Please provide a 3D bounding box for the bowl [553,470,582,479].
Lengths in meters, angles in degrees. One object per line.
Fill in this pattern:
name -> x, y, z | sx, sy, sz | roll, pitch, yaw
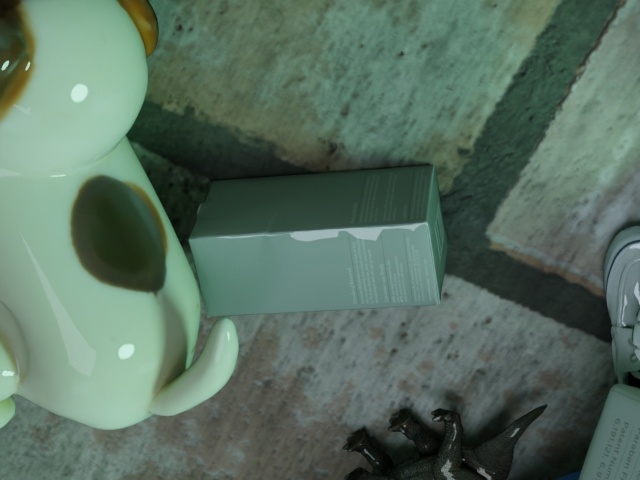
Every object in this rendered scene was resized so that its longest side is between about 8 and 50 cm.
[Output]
bowl -> 0.329, 0.433, 1.414 | 0.391, 0.077, 0.391 | -2, 105, -9

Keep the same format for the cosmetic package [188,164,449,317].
cosmetic package -> 0.000, 0.000, 1.250 | 0.238, 0.127, 0.107 | -5, 120, 14

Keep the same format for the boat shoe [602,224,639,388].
boat shoe -> 0.344, 0.109, 1.286 | 0.095, 0.084, 0.258 | -10, 119, 15

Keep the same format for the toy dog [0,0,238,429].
toy dog -> -0.260, -0.042, 1.138 | 0.395, 0.284, 0.408 | 20, 122, 42

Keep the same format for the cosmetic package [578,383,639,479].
cosmetic package -> 0.448, 0.360, 1.137 | 0.329, 0.393, 0.327 | 19, 91, -27

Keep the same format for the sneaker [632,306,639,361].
sneaker -> 0.361, 0.027, 1.193 | 0.081, 0.094, 0.209 | 7, 91, -17

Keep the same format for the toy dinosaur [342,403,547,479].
toy dinosaur -> 0.124, 0.274, 1.417 | 0.313, 0.121, 0.160 | -35, 110, 2
